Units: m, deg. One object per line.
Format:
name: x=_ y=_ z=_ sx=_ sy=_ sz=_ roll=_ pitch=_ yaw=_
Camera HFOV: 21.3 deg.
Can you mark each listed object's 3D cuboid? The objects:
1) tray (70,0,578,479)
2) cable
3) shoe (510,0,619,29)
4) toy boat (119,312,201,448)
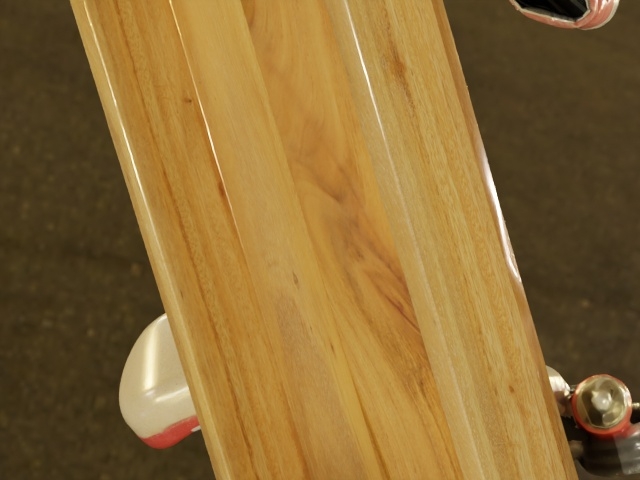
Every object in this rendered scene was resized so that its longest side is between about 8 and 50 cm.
tray: x=0.000 y=0.000 z=0.877 sx=0.076 sy=0.411 sz=0.203 roll=-22 pitch=8 yaw=-42
cable: x=0.154 y=0.094 z=1.027 sx=0.139 sy=0.072 sz=0.287 roll=-7 pitch=2 yaw=15
shoe: x=0.149 y=-0.225 z=1.306 sx=0.178 sy=0.063 sz=0.081 roll=40 pitch=20 yaw=10
toy boat: x=-0.088 y=0.142 z=1.735 sx=0.151 sy=0.231 sz=0.151 roll=52 pitch=24 yaw=-34
